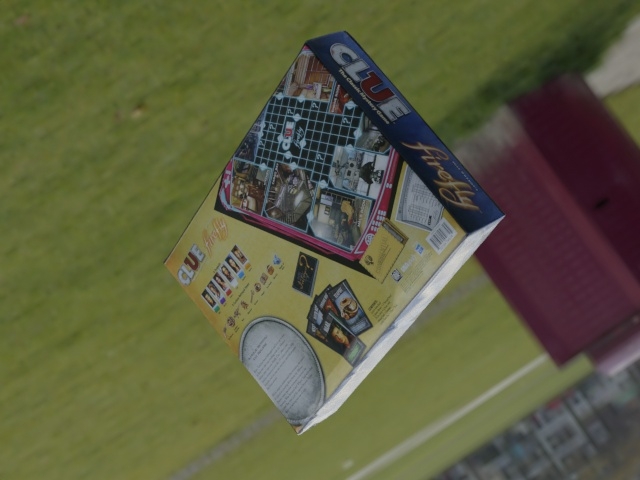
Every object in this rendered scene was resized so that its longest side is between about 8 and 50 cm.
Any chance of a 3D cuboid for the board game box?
[{"bbox_3d":[0.000,0.000,1.075,0.042,0.165,0.243,-25,161,-44],"label":"board game box"}]
